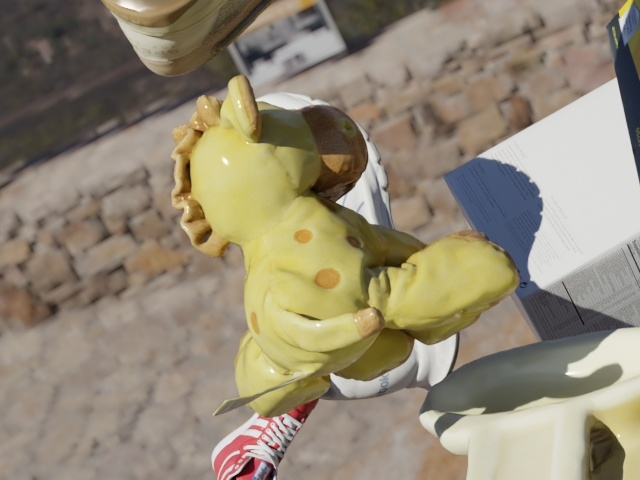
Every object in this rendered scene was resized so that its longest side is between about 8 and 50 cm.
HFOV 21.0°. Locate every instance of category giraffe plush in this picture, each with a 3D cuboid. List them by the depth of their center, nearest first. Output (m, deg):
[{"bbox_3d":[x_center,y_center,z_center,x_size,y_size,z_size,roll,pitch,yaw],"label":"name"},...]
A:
[{"bbox_3d":[-0.014,-0.004,0.992,0.181,0.170,0.210,-34,-14,36],"label":"giraffe plush"}]

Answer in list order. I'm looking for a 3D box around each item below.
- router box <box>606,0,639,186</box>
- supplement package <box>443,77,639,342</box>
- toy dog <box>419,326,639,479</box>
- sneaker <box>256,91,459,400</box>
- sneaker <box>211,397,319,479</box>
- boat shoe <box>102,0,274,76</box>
[{"bbox_3d":[0.274,-0.127,1.258,0.133,0.046,0.179,127,148,-45],"label":"router box"},{"bbox_3d":[0.261,-0.010,1.628,0.203,0.149,0.194,-30,43,3],"label":"supplement package"},{"bbox_3d":[0.260,0.266,1.010,0.395,0.408,0.284,-19,23,9],"label":"toy dog"},{"bbox_3d":[0.000,0.000,1.422,0.129,0.111,0.297,-15,62,-29],"label":"sneaker"},{"bbox_3d":[-0.038,0.156,1.339,0.118,0.042,0.067,-47,24,16],"label":"sneaker"},{"bbox_3d":[-0.013,-0.225,1.027,0.109,0.098,0.302,34,76,23],"label":"boat shoe"}]
